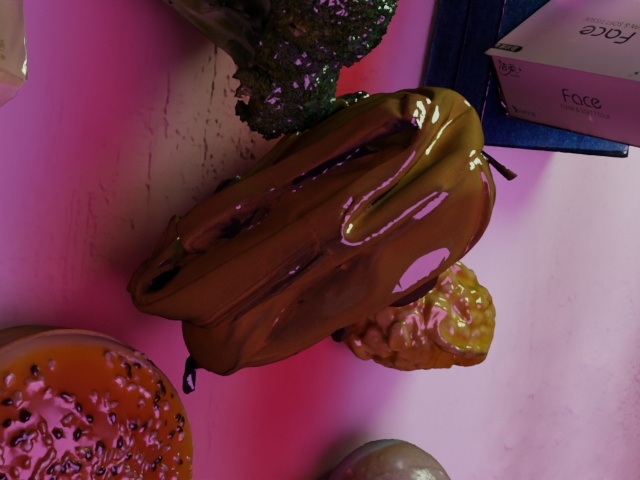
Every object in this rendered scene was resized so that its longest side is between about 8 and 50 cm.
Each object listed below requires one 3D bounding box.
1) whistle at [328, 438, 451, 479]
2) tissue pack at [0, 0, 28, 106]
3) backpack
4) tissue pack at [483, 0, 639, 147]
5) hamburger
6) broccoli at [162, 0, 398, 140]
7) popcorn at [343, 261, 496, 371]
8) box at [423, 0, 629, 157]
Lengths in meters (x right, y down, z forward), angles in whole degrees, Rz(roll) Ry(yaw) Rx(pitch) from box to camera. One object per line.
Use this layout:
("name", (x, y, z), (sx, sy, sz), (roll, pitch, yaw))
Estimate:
("whistle", (0.020, 0.330, 1.689), (0.347, 0.189, 0.189), (-11, 114, -14))
("tissue pack", (-0.371, -0.165, 1.132), (0.234, 0.159, 0.125), (12, 62, -42))
("backpack", (-0.003, -0.005, 1.420), (0.378, 0.353, 0.201), (-33, 97, 0))
("tissue pack", (0.316, -0.184, 1.528), (0.148, 0.246, 0.092), (-39, 125, -26))
("hamburger", (-0.253, 0.220, 1.374), (0.300, 0.176, 0.300), (-14, 113, -35))
("broccoli", (-0.053, -0.264, 1.341), (0.283, 0.321, 0.304), (6, 122, -7))
("popcorn", (0.116, 0.086, 1.677), (0.194, 0.140, 0.163), (47, 68, -38))
("box", (0.265, -0.240, 1.705), (0.279, 0.116, 0.261), (2, 102, -40))
